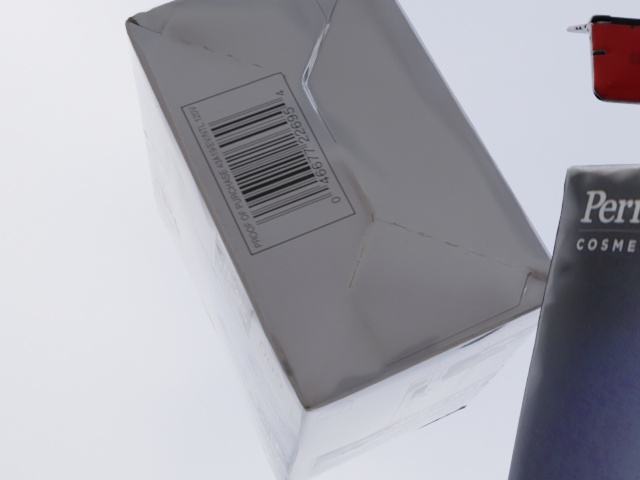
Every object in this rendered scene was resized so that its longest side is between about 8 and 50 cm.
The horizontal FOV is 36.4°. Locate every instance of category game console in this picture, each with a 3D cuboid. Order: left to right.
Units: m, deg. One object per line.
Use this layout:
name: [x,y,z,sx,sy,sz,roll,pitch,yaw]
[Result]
game console: [0.309,-0.161,0.898,0.144,0.124,0.085,4,-21,-1]

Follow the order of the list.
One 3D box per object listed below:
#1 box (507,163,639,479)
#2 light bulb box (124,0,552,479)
box: [0.210,0.133,0.297,0.296,0.182,0.294,3,-103,54]
light bulb box: [0.000,0.000,0.894,0.361,0.225,0.358,101,-35,-66]
